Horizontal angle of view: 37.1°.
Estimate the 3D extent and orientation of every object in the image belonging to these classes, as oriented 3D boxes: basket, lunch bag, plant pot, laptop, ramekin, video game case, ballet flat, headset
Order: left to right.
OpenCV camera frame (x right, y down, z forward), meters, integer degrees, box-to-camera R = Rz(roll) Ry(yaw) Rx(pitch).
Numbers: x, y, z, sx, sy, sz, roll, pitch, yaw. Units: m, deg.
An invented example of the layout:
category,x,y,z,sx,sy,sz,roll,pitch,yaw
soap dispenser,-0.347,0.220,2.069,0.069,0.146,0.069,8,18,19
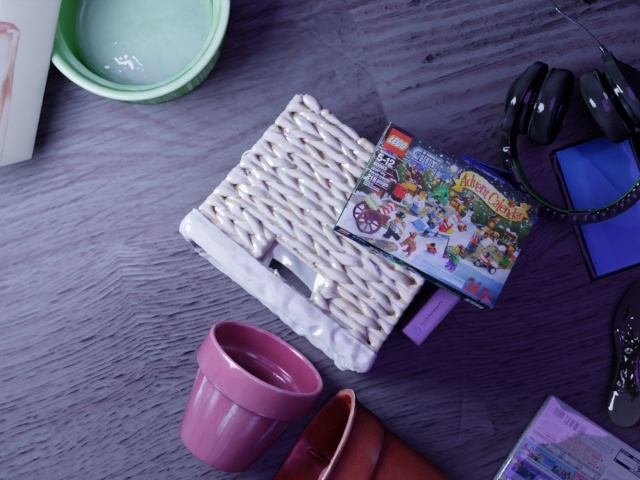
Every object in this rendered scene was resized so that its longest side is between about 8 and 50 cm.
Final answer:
category,x,y,z,sx,sy,sz,roll,pitch,yaw
ramekin,-0.290,-0.362,1.527,0.304,0.148,0.303,0,88,-1
plant pot,-0.123,0.253,1.493,0.201,0.201,0.180,30,103,0
basket,0.000,0.000,1.435,0.328,0.331,0.266,38,82,0
plant pot,0.082,0.412,1.458,0.265,0.272,0.272,34,88,-7
lunch bag,0.265,-0.066,1.533,0.096,0.129,0.151,-39,87,-3
video game case,0.414,0.390,1.570,0.212,0.023,0.193,34,87,0
headset,0.419,-0.225,1.532,0.244,0.185,0.394,0,97,24
ballet flat,0.522,0.187,1.568,0.084,0.058,0.249,6,81,35
laptop,0.542,-0.083,1.533,0.137,0.264,0.234,-17,88,-38

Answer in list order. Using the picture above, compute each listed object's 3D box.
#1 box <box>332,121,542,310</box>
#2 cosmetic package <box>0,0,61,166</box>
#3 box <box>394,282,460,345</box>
category,x,y,z,sx,sy,sz,roll,pitch,yaw
box,0.155,-0.031,1.269,0.233,0.044,0.159,28,81,-2
cosmetic package,-0.505,-0.269,1.431,0.153,0.129,0.296,31,119,21
box,0.179,0.096,1.497,0.038,0.186,0.145,42,88,1
